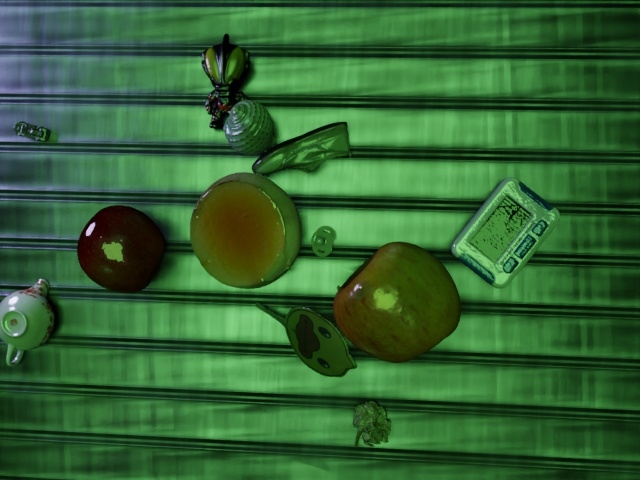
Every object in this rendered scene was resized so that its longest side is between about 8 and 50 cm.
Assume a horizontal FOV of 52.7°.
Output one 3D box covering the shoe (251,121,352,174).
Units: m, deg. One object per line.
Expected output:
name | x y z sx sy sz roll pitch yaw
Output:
shoe | -0.047 -0.223 1.685 0.274 0.103 0.098 -20 103 6

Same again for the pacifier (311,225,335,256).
pacifier | 0.000 0.000 1.700 0.068 0.064 0.083 16 92 21

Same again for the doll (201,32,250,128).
doll | -0.246 -0.418 1.700 0.127 0.088 0.249 1 98 -25

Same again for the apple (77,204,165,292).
apple | -0.509 0.022 1.662 0.201 0.218 0.218 25 93 -5

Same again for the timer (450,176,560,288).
timer | 0.470 -0.019 1.658 0.178 0.078 0.253 39 92 5

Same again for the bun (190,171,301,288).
bun | -0.179 -0.025 1.663 0.298 0.165 0.299 4 101 18

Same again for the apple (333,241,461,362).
apple | 0.189 0.160 1.572 0.299 0.299 0.275 -41 92 4

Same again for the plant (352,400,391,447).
plant | 0.124 0.492 1.704 0.122 0.104 0.117 -46 46 34

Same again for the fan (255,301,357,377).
fan | -0.043 0.245 1.667 0.335 0.011 0.230 28 137 28

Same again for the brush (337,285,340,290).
brush | 0.064 0.158 1.724 0.024 0.008 0.083 -25 89 7

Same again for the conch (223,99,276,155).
conch | -0.183 -0.283 1.669 0.135 0.102 0.153 -33 113 10

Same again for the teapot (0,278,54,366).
teapot | -0.806 0.228 1.751 0.159 0.116 0.246 24 98 -7

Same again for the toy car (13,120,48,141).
toy car | -0.794 -0.299 1.773 0.093 0.025 0.041 15 90 1
